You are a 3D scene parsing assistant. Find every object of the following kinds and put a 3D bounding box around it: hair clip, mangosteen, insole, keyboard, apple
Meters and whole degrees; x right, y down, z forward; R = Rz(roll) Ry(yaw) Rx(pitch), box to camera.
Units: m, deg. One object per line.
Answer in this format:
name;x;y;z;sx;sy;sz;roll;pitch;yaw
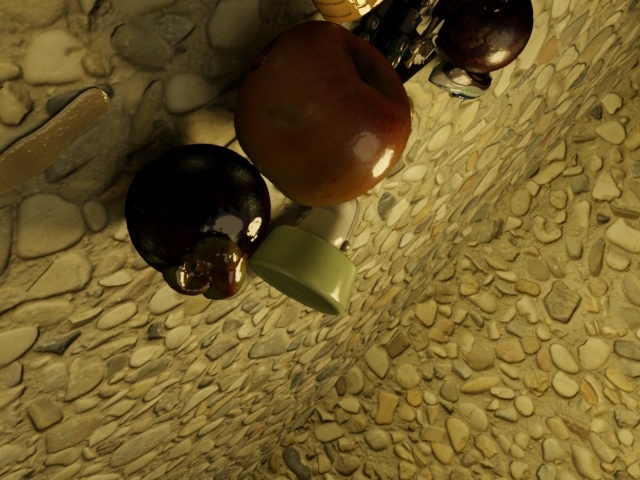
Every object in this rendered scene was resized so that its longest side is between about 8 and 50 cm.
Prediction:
hair clip;0.230;-0.424;1.305;0.116;0.049;0.172;-51;-178;30
mangosteen;0.371;-0.498;1.422;0.231;0.231;0.289;-45;176;3
insole;-0.436;-0.154;0.967;0.248;0.011;0.081;-42;155;-5
mangosteen;-0.226;-0.039;1.147;0.288;0.288;0.288;-34;154;-20
keyboard;0.126;-0.368;1.393;0.309;0.101;0.018;-41;-179;-8
apple;-0.005;-0.231;1.155;0.305;0.338;0.338;-35;163;33

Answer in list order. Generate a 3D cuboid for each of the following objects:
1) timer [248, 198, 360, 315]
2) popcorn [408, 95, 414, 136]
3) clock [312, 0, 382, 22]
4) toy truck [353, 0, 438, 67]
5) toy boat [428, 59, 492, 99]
timer;0.000;0.000;1.642;0.315;0.290;0.291;-62;160;-16
popcorn;0.151;-0.301;1.490;0.163;0.140;0.194;-41;146;13
clock;0.092;-0.497;0.911;0.317;0.200;0.244;-29;161;13
toy truck;0.167;-0.464;1.292;0.216;0.110;0.116;-56;165;24
toy boat;0.375;-0.436;1.656;0.115;0.114;0.262;-21;172;35
